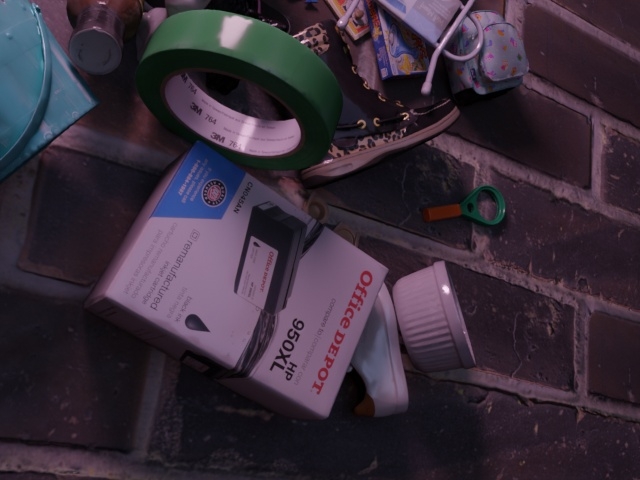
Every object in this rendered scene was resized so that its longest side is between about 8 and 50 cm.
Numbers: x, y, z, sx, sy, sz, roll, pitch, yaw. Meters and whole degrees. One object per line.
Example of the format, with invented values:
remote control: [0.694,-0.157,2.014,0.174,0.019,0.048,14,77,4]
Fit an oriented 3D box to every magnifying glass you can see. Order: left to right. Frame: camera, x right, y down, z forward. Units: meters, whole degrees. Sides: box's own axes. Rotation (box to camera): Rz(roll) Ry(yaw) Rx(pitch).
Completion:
magnifying glass: [0.315,-0.068,1.555,0.231,0.026,0.092,-9,85,-35]

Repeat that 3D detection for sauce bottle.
sauce bottle: [-0.319,-0.361,1.075,0.111,0.111,0.344,20,36,-27]

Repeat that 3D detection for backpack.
backpack: [0.359,-0.415,1.587,0.166,0.144,0.188,-19,86,-28]

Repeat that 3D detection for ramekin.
ramekin: [0.209,0.149,1.340,0.109,0.207,0.207,-17,88,10]

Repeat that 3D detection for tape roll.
tape roll: [-0.127,-0.226,1.135,0.321,0.321,0.077,28,66,-24]

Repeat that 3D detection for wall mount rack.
wall mount rack: [0.180,-0.454,1.402,0.350,0.130,0.304,35,80,-12]

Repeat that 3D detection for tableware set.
tableware set: [0.000,0.000,1.344,0.169,0.020,0.141,38,62,-19]

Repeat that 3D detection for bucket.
bucket: [-0.451,-0.183,0.964,0.183,0.281,0.281,50,59,-18]

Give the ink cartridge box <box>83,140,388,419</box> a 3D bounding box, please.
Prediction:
ink cartridge box: [-0.123,0.075,1.155,0.395,0.166,0.285,33,66,-20]

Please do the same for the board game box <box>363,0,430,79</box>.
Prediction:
board game box: [0.162,-0.443,1.511,0.136,0.035,0.201,-16,93,-43]

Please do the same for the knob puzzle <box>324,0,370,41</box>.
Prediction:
knob puzzle: [0.085,-0.536,1.508,0.213,0.030,0.213,8,75,-30]

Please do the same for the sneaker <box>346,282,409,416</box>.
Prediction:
sneaker: [0.073,0.176,1.303,0.123,0.106,0.290,-7,73,-13]

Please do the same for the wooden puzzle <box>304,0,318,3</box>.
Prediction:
wooden puzzle: [-0.053,-0.524,1.430,0.079,0.014,0.116,-22,91,-29]

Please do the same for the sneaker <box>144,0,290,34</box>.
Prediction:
sneaker: [-0.160,-0.426,1.262,0.296,0.147,0.104,9,73,-31]

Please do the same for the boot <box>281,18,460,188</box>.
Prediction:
boot: [0.077,-0.286,1.383,0.378,0.138,0.284,-26,94,-22]

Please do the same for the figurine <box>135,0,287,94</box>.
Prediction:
figurine: [-0.190,-0.347,1.188,0.215,0.209,0.092,16,71,-28]
